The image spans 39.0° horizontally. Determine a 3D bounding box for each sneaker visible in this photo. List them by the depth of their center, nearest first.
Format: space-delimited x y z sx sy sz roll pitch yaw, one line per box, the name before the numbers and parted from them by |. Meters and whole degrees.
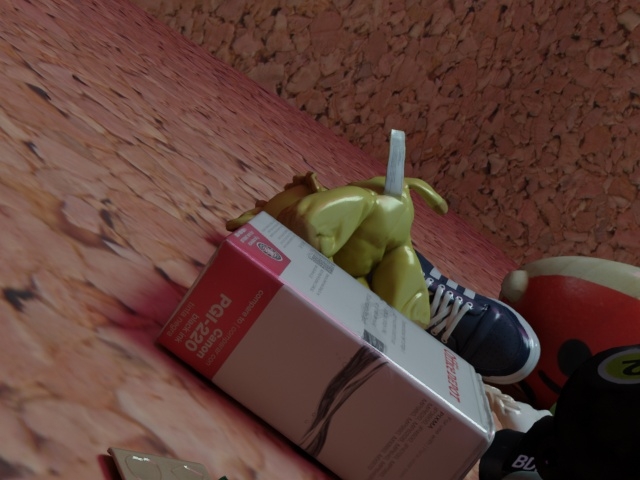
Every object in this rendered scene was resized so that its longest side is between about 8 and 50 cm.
sneaker | 0.126 0.068 1.088 0.282 0.099 0.153 37 3 43

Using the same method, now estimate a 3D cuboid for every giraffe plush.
giraffe plush | 0.000 0.000 0.870 0.181 0.210 0.170 25 -14 -37

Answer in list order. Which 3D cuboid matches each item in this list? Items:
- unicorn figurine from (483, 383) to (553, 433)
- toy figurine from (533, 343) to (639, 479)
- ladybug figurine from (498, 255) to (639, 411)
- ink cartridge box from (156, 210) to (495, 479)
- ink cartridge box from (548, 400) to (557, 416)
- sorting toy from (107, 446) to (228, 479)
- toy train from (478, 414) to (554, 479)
unicorn figurine | 0.202 0.195 0.895 0.111 0.060 0.162 34 10 -21
toy figurine | 0.120 0.168 0.316 0.209 0.213 0.148 49 3 34
ladybug figurine | 0.411 0.186 1.163 0.449 0.305 0.162 31 56 -6
ink cartridge box | 0.009 0.084 0.655 0.218 0.092 0.158 35 10 0
ink cartridge box | 0.351 0.273 1.042 0.209 0.062 0.109 33 11 -25
sorting toy | -0.061 0.128 0.443 0.083 0.012 0.062 24 11 -40
toy train | 0.244 0.193 0.509 0.334 0.142 0.190 0 -60 46
